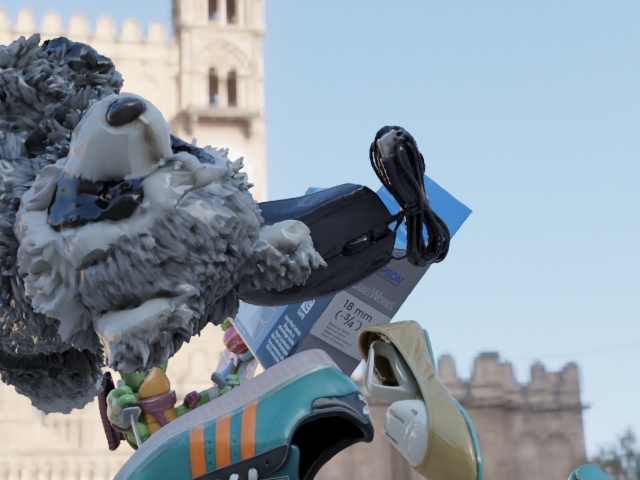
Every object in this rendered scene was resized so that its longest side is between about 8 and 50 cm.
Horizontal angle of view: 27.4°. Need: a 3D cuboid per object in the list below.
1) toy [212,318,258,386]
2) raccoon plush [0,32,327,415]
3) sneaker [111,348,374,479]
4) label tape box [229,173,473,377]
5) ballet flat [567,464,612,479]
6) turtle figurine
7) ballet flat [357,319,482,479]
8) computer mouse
[{"bbox_3d":[-0.130,0.148,2.042,0.056,0.137,0.237,9,-66,-25],"label":"toy"},{"bbox_3d":[-0.132,0.044,0.981,0.299,0.216,0.446,37,-19,28],"label":"raccoon plush"},{"bbox_3d":[-0.082,0.232,1.342,0.302,0.121,0.108,-33,-42,-14],"label":"sneaker"},{"bbox_3d":[0.027,0.032,1.805,0.106,0.334,0.240,32,7,-29],"label":"label tape box"},{"bbox_3d":[0.427,0.412,1.798,0.083,0.247,0.087,-13,-50,-34],"label":"ballet flat"},{"bbox_3d":[-0.189,0.174,1.691,0.197,0.266,0.274,-16,-3,-20],"label":"turtle figurine"},{"bbox_3d":[0.082,0.154,1.204,0.073,0.232,0.080,6,-62,-16],"label":"ballet flat"},{"bbox_3d":[0.000,0.000,1.428,0.272,0.072,0.189,-19,-56,5],"label":"computer mouse"}]
